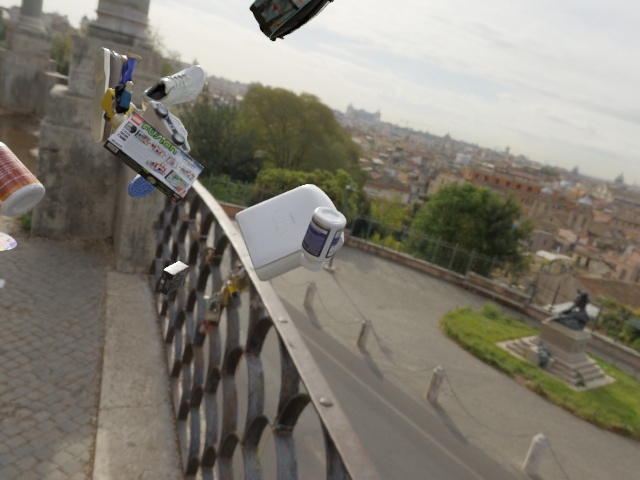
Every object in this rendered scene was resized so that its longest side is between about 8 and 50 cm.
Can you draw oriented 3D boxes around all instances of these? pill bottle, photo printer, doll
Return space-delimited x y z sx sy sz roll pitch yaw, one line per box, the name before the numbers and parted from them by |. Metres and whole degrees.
pill bottle | 0.000 0.000 1.448 0.094 0.169 0.094 17 29 -10
photo printer | -0.091 -0.034 1.644 0.307 0.107 0.256 -22 55 -3
pill bottle | -0.832 -0.176 1.343 0.216 0.121 0.121 48 17 0
doll | -0.488 -0.369 1.295 0.046 0.189 0.129 15 -14 -35

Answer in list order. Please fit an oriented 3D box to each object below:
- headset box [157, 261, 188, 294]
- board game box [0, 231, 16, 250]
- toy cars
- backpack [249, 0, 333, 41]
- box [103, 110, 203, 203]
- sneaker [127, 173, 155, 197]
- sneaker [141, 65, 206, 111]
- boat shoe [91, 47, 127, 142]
headset box | -0.373 0.094 1.326 0.032 0.062 0.083 27 19 9
board game box | -0.512 -0.028 0.721 0.168 0.033 0.133 17 5 -19
toy cars | -0.510 -0.341 1.554 0.393 0.176 0.087 23 31 31
backpack | -0.053 -0.534 1.109 0.188 0.144 0.166 -23 16 21
box | -0.387 -0.194 1.223 0.207 0.036 0.114 41 49 -21
sneaker | -0.704 -0.233 2.084 0.090 0.081 0.232 -14 26 31
sneaker | -0.457 -0.479 1.632 0.090 0.232 0.115 50 -13 1
boat shoe | -0.731 -0.496 1.814 0.116 0.324 0.096 -1 -4 44
